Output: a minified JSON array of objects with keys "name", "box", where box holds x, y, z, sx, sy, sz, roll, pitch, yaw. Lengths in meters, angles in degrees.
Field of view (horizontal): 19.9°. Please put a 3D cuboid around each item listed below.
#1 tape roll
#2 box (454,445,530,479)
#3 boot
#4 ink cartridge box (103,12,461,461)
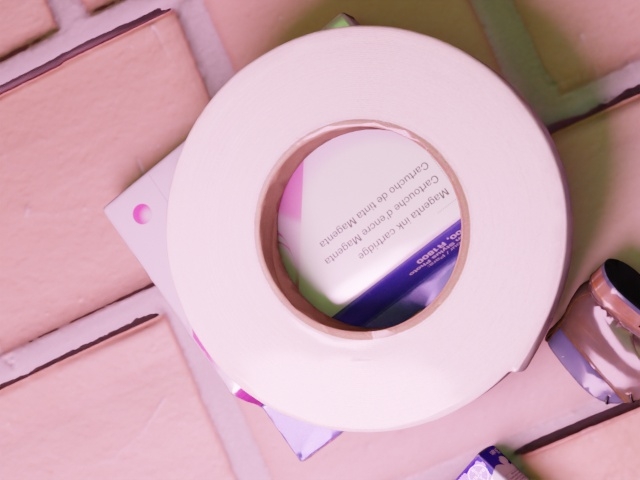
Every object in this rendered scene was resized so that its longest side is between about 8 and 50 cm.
[{"name":"tape roll","box":[0.046,-0.010,1.739,0.392,0.072,0.392,0,90,14]},{"name":"box","box":[0.169,0.293,1.770,0.137,0.072,0.126,42,101,11]},{"name":"boot","box":[0.316,0.127,1.742,0.219,0.082,0.106,48,123,6]},{"name":"ink cartridge box","box":[0.000,0.000,1.820,0.324,0.071,0.330,-39,79,12]}]
